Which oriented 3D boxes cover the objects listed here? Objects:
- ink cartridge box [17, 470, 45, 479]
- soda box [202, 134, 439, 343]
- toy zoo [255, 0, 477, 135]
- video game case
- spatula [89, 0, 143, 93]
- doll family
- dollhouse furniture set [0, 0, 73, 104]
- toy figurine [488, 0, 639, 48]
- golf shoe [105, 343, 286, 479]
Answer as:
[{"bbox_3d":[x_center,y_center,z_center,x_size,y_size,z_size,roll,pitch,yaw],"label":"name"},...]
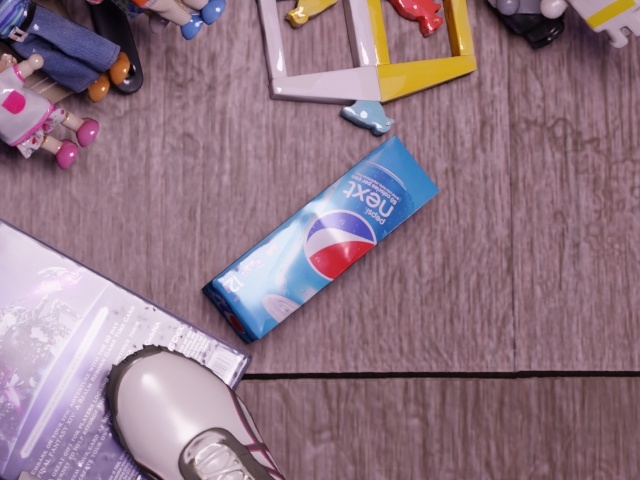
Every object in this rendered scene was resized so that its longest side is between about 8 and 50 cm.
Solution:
[{"bbox_3d":[-0.236,0.278,1.349,0.092,0.090,0.143,25,92,-7],"label":"ink cartridge box"},{"bbox_3d":[0.000,0.000,1.451,0.210,0.071,0.067,-40,92,-13],"label":"soda box"},{"bbox_3d":[0.033,-0.240,1.508,0.192,0.030,0.293,-9,85,-12],"label":"toy zoo"},{"bbox_3d":[-0.223,0.119,1.415,0.274,0.026,0.196,29,78,-6],"label":"video game case"},{"bbox_3d":[-0.204,-0.271,1.463,0.084,0.030,0.296,-14,86,-21],"label":"spatula"},{"bbox_3d":[-0.215,-0.189,1.344,0.163,0.118,0.263,31,117,-35],"label":"doll family"},{"bbox_3d":[-0.348,-0.227,1.412,0.198,0.151,0.301,-31,119,-7],"label":"dollhouse furniture set"},{"bbox_3d":[0.234,-0.283,1.458,0.148,0.213,0.209,44,79,-25],"label":"toy figurine"},{"bbox_3d":[-0.070,0.199,1.370,0.105,0.120,0.273,-39,100,-16],"label":"golf shoe"}]
